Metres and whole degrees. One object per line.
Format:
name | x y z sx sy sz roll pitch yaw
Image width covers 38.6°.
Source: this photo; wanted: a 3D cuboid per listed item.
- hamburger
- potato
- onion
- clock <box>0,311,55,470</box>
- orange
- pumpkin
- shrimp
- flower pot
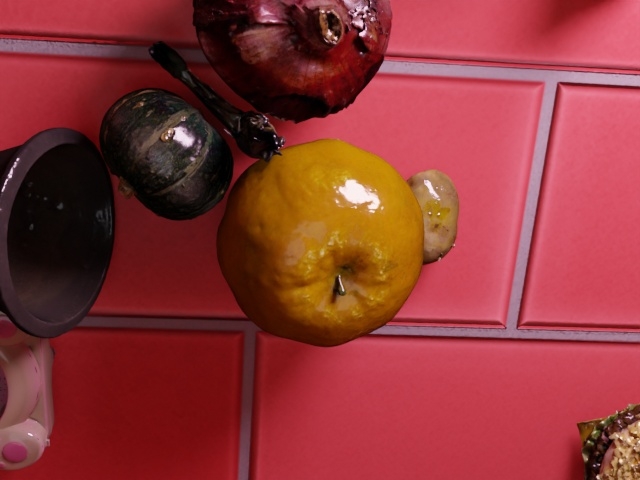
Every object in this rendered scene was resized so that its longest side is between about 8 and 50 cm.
hamburger | 0.534 0.370 1.446 0.243 0.139 0.262 -19 111 2
potato | 0.150 -0.029 1.288 0.091 0.070 0.138 0 112 -11
onion | -0.028 -0.266 1.099 0.252 0.219 0.252 -5 111 -14
clock | -0.542 0.186 1.298 0.309 0.114 0.284 1 113 -4
orange | 0.000 0.000 1.202 0.279 0.235 0.279 -7 118 -13
pumpkin | -0.198 -0.109 1.165 0.146 0.190 0.190 -40 110 9
shrimp | -0.127 -0.166 1.108 0.198 0.262 0.051 38 93 -20
flower pot | -0.398 -0.017 1.178 0.166 0.269 0.269 7 113 16
